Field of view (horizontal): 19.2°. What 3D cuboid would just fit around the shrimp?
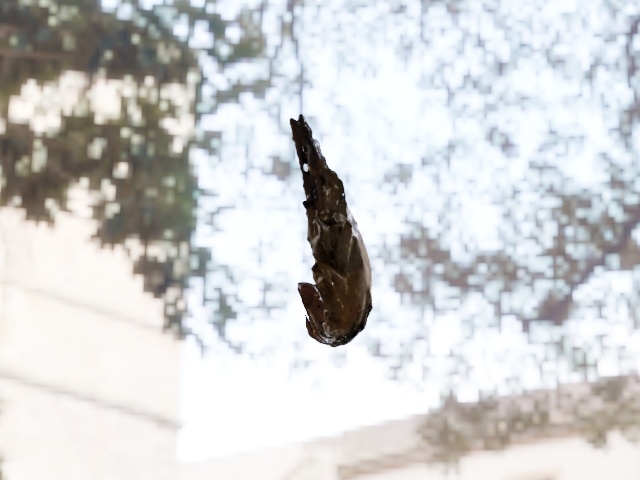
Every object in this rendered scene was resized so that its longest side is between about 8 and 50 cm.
[{"bbox_3d":[0.007,-0.006,2.076,0.066,0.117,0.262,-6,-67,29],"label":"shrimp"}]
